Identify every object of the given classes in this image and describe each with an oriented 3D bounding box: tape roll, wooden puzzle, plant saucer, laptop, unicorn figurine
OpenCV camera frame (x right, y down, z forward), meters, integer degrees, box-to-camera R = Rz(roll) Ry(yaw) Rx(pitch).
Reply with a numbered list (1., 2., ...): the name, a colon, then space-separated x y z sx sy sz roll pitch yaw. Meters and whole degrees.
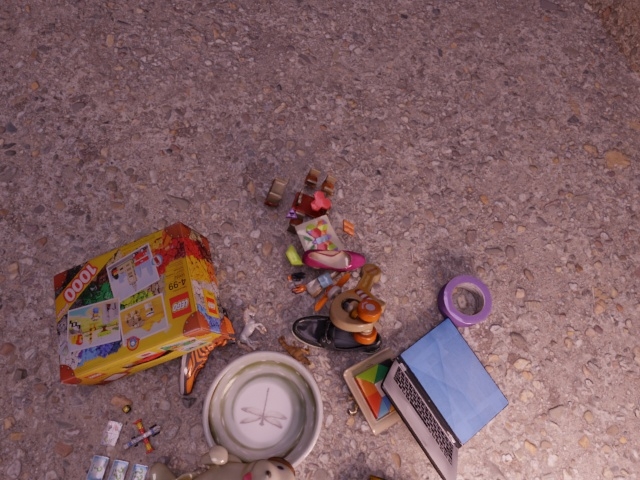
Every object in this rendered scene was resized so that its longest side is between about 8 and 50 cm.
1. tape roll: 0.552 0.233 1.761 0.188 0.080 0.189 1 70 -3
2. wooden puzzle: 0.222 0.524 1.623 0.220 0.044 0.239 -21 74 -25
3. plant saucer: -0.193 0.582 1.560 0.399 0.101 0.401 2 71 -5
4. laptop: 0.435 0.523 1.547 0.236 0.408 0.382 -37 83 18
5. unicorn figurine: -0.253 0.321 1.671 0.111 0.060 0.162 26 70 4

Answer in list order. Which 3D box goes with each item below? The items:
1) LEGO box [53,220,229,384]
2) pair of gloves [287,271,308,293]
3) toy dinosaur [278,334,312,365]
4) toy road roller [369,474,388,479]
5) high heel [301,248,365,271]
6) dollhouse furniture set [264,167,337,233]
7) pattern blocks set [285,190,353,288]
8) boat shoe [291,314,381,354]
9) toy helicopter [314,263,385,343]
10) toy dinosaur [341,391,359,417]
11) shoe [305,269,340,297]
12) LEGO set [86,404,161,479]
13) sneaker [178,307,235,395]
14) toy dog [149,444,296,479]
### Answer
1. LEGO box: -0.596 0.216 1.516 0.499 0.193 0.373 -22 67 9
2. pair of gloves: -0.086 0.163 1.769 0.074 0.010 0.084 -15 69 -9
3. toy dinosaur: -0.074 0.409 1.621 0.211 0.112 0.064 25 91 43
4. toy road roller: 0.275 0.885 1.414 0.329 0.241 0.203 18 69 2
5. high heel: 0.055 0.064 1.645 0.243 0.117 0.082 7 79 -10
6. dollhouse furniture set: -0.085 -0.155 1.844 0.258 0.135 0.262 21 69 -9
7. pattern blocks set: 0.000 0.000 1.726 0.285 0.026 0.325 -37 86 -16
8. boat shoe: 0.062 0.338 1.662 0.339 0.113 0.127 17 70 1
9. toy helicopter: 0.129 0.195 1.674 0.234 0.140 0.355 16 37 14
10. toy dinosaur: 0.137 0.578 1.615 0.092 0.053 0.183 -33 76 -16
11. shoe: 0.033 0.126 1.757 0.219 0.076 0.058 -42 83 -15
12. LEGO set: -0.640 0.678 1.512 0.182 0.060 0.245 15 69 -3
13. sneaker: -0.391 0.383 1.606 0.179 0.124 0.322 11 84 -18
14. toy dog: -0.254 0.780 1.319 0.407 0.285 0.396 -23 110 6
